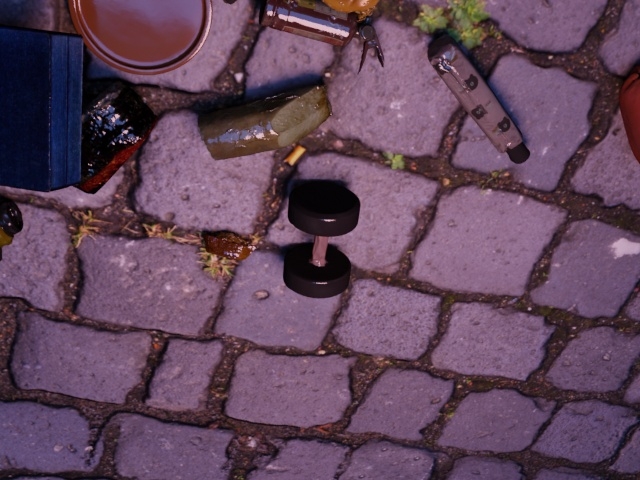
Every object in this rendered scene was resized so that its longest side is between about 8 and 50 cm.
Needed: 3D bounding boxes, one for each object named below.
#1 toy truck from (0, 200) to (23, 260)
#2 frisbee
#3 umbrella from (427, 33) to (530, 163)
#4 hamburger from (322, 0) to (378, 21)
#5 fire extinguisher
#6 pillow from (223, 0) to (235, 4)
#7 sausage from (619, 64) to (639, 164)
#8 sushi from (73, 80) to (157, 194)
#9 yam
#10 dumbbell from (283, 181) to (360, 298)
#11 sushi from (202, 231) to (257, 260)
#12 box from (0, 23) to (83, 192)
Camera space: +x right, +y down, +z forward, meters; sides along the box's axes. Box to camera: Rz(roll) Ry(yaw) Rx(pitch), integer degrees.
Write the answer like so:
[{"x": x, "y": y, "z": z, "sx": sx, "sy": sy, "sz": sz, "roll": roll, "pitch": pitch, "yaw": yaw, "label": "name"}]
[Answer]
[{"x": -0.688, "y": -0.048, "z": 1.330, "sx": 0.147, "sy": 0.165, "sz": 0.224, "roll": -14, "pitch": 124, "yaw": 1, "label": "toy truck"}, {"x": -0.319, "y": -0.418, "z": 1.237, "sx": 0.250, "sy": 0.021, "sz": 0.251, "roll": -4, "pitch": 124, "yaw": -6, "label": "frisbee"}, {"x": 0.330, "y": -0.276, "z": 1.410, "sx": 0.067, "sy": 0.073, "sz": 0.337, "roll": -27, "pitch": 127, "yaw": 31, "label": "umbrella"}, {"x": 0.053, "y": -0.463, "z": 1.192, "sx": 0.147, "sy": 0.083, "sz": 0.138, "roll": 42, "pitch": 125, "yaw": -1, "label": "hamburger"}, {"x": 0.010, "y": -0.388, "z": 1.282, "sx": 0.252, "sy": 0.075, "sz": 0.106, "roll": 11, "pitch": 126, "yaw": -18, "label": "fire extinguisher"}, {"x": -0.125, "y": -0.539, "z": 1.169, "sx": 0.212, "sy": 0.052, "sz": 0.208, "roll": -28, "pitch": 127, "yaw": 9, "label": "pillow"}, {"x": 0.721, "y": -0.241, "z": 1.455, "sx": 0.152, "sy": 0.152, "sz": 0.280, "roll": -26, "pitch": 120, "yaw": 8, "label": "sausage"}, {"x": -0.417, "y": -0.192, "z": 1.301, "sx": 0.225, "sy": 0.136, "sz": 0.126, "roll": -40, "pitch": 114, "yaw": 22, "label": "sushi"}, {"x": -0.101, "y": -0.229, "z": 1.353, "sx": 0.259, "sy": 0.106, "sz": 0.106, "roll": -14, "pitch": 124, "yaw": 1, "label": "yam"}, {"x": 0.000, "y": 0.000, "z": 1.487, "sx": 0.152, "sy": 0.152, "sz": 0.218, "roll": 0, "pitch": 123, "yaw": -10, "label": "dumbbell"}, {"x": -0.199, "y": 0.009, "z": 1.517, "sx": 0.117, "sy": 0.061, "sz": 0.060, "roll": 15, "pitch": 86, "yaw": -21, "label": "sushi"}, {"x": -0.556, "y": -0.233, "z": 1.177, "sx": 0.278, "sy": 0.116, "sz": 0.262, "roll": 9, "pitch": 106, "yaw": 8, "label": "box"}]
